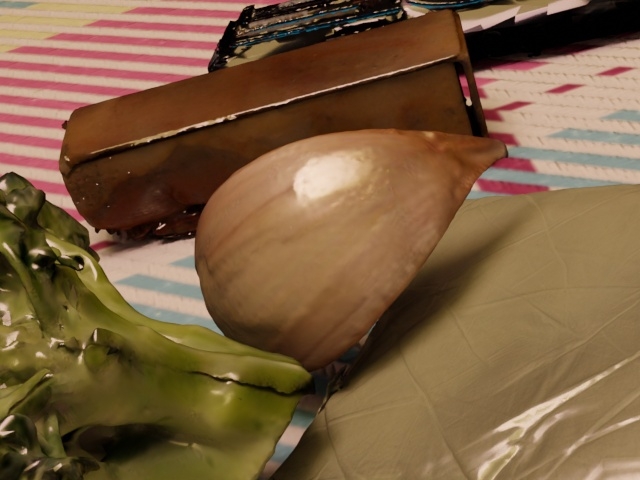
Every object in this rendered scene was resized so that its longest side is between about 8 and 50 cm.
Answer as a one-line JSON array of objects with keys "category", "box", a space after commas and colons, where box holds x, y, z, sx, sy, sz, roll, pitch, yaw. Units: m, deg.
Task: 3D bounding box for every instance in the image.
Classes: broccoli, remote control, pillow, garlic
[{"category": "broccoli", "box": [-0.136, 0.095, 0.796, 0.245, 0.248, 0.288, 17, 58, -2]}, {"category": "remote control", "box": [0.099, -0.192, 1.221, 0.398, 0.062, 0.144, -11, 32, 12]}, {"category": "pillow", "box": [0.132, 0.064, 0.806, 0.274, 0.076, 0.281, -5, 37, 36]}, {"category": "garlic", "box": [0.003, 0.008, 0.852, 0.206, 0.128, 0.115, -35, 38, 35]}]

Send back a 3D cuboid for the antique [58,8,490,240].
[{"category": "antique", "box": [-0.035, -0.078, 1.084, 0.310, 0.093, 0.087, -14, 32, 7]}]
